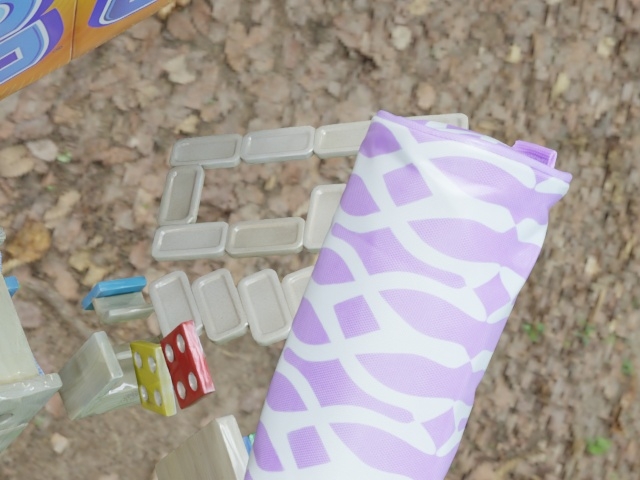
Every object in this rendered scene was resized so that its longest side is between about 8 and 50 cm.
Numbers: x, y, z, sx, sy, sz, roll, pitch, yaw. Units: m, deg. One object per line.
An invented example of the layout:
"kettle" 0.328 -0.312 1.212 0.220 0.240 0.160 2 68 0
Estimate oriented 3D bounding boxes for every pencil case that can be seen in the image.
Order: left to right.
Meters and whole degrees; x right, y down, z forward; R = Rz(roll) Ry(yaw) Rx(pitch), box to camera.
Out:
"pencil case" 0.030 0.052 0.445 0.088 0.086 0.206 14 100 -40

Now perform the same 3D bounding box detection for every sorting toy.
"sorting toy" -0.049 0.176 0.714 0.046 0.132 0.274 -13 73 -30

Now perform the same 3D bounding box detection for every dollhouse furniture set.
"dollhouse furniture set" -0.212 0.074 0.833 0.183 0.129 0.129 -8 154 -43

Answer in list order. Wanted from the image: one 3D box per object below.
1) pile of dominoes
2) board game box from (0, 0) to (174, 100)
"pile of dominoes" 0.000 0.000 0.817 0.040 0.251 0.196 68 23 -50
"board game box" -0.229 -0.298 0.627 0.356 0.356 0.356 -33 91 -16
